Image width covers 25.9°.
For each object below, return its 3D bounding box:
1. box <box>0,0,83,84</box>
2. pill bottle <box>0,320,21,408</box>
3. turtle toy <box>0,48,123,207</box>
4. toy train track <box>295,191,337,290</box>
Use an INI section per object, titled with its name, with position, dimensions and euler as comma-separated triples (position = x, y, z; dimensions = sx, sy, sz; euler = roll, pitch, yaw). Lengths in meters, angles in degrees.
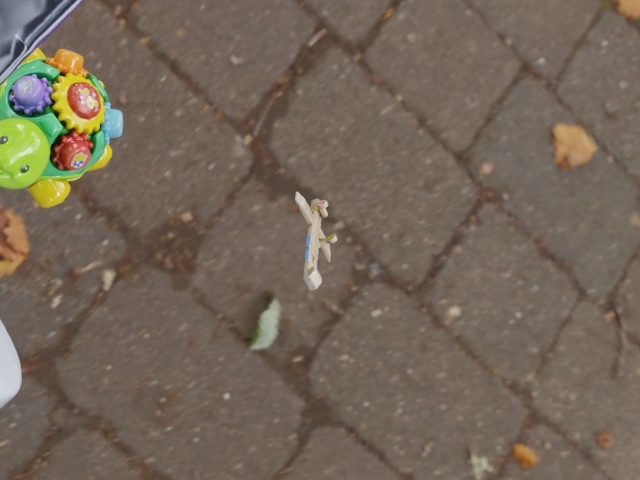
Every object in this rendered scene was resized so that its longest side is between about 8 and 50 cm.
[box]
position = -0.125, -0.157, 0.511
dimensions = 0.153, 0.207, 0.108
euler = -47, 116, -3
[pill bottle]
position = -0.207, 0.081, 0.467
dimensions = 0.208, 0.117, 0.117
euler = -39, 96, 5
[turtle toy]
position = -0.178, -0.073, 0.897
dimensions = 0.095, 0.066, 0.130
euler = 55, 42, -14
[toy train track]
position = 0.000, 0.000, 0.816
dimensions = 0.083, 0.014, 0.048
euler = -84, 150, -56
